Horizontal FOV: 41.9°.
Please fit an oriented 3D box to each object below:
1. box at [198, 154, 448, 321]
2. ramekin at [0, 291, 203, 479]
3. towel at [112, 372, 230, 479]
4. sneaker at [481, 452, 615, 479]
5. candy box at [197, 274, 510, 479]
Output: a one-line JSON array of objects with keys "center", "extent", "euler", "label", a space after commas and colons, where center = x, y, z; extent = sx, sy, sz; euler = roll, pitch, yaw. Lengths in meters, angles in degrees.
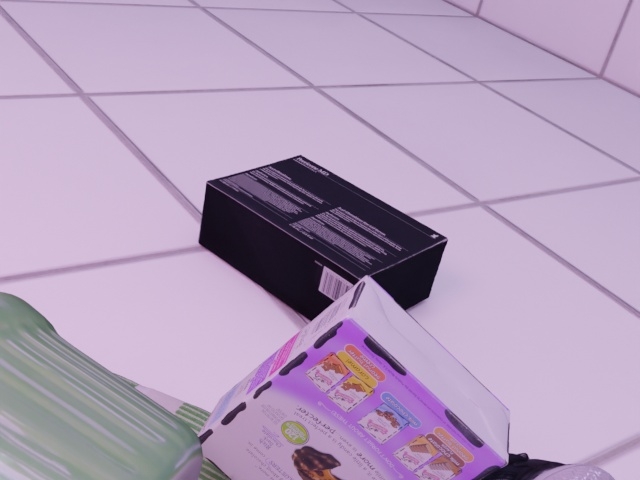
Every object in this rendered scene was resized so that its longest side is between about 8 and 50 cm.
[{"center": [0.000, 0.000, 1.075], "extent": [0.261, 0.103, 0.184], "euler": [32, 37, 30], "label": "box"}, {"center": [-0.191, 0.194, 0.456], "extent": [0.148, 0.303, 0.303], "euler": [28, 30, 5], "label": "ramekin"}, {"center": [-0.202, 0.200, 0.704], "extent": [0.324, 0.038, 0.248], "euler": [18, 29, 10], "label": "towel"}, {"center": [0.106, 0.261, 0.673], "extent": [0.268, 0.101, 0.153], "euler": [-29, 12, -19], "label": "sneaker"}, {"center": [0.022, 0.151, 0.670], "extent": [0.165, 0.196, 0.070], "euler": [44, 29, -8], "label": "candy box"}]
